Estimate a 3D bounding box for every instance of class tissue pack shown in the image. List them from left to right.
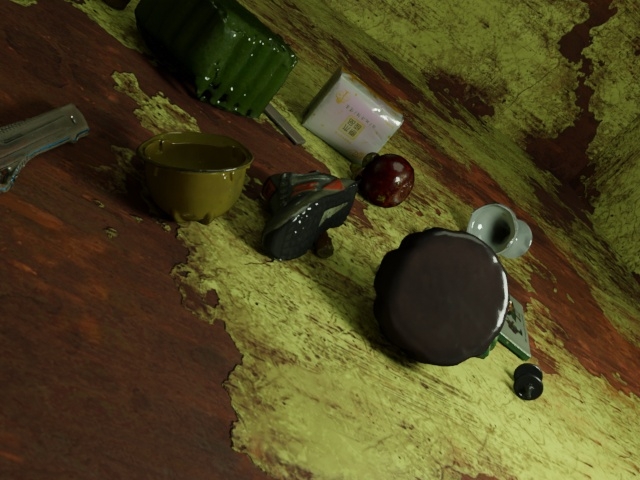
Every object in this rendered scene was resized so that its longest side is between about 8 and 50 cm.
[{"bbox_3d":[0.089,-0.346,2.383,0.225,0.185,0.124,34,25,-18],"label":"tissue pack"}]

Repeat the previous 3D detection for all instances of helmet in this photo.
[{"bbox_3d":[-0.227,-0.101,1.522,0.205,0.140,0.257,4,18,-7],"label":"helmet"}]

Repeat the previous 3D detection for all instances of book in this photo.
[{"bbox_3d":[0.405,0.136,2.231,0.371,0.043,0.260,38,24,-11],"label":"book"}]

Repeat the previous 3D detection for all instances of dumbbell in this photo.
[{"bbox_3d":[0.488,0.331,1.988,0.069,0.069,0.147,41,23,-4],"label":"dumbbell"}]

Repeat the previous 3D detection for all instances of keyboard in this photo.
[{"bbox_3d":[-0.106,-0.312,2.229,0.166,0.017,0.055,47,28,12],"label":"keyboard"}]

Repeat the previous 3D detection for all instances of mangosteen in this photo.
[{"bbox_3d":[0.164,-0.178,2.258,0.156,0.146,0.181,0,47,-54],"label":"mangosteen"}]

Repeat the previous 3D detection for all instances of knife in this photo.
[{"bbox_3d":[-0.465,-0.159,1.372,0.365,0.043,0.089,-67,140,-68],"label":"knife"}]

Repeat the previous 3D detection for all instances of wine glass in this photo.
[{"bbox_3d":[0.562,-0.021,2.610,0.196,0.165,0.165,16,34,-53],"label":"wine glass"}]

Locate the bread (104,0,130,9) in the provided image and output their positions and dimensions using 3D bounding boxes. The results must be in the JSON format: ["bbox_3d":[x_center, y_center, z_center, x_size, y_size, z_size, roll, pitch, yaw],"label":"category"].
[{"bbox_3d":[-0.500,-0.609,2.068,0.085,0.053,0.085,35,24,-18],"label":"bread"}]

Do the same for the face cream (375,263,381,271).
[{"bbox_3d":[0.183,0.096,1.958,0.130,0.034,0.034,33,25,-18],"label":"face cream"}]

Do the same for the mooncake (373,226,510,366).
[{"bbox_3d":[0.241,0.115,1.731,0.283,0.283,0.141,38,-11,-10],"label":"mooncake"}]

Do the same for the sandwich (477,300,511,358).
[{"bbox_3d":[0.315,0.145,1.886,0.292,0.212,0.109,53,26,-18],"label":"sandwich"}]

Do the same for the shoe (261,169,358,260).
[{"bbox_3d":[-0.060,-0.079,1.768,0.171,0.132,0.336,27,30,18],"label":"shoe"}]

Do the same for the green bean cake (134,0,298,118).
[{"bbox_3d":[-0.258,-0.480,2.059,0.319,0.218,0.335,47,16,30],"label":"green bean cake"}]

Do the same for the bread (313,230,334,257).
[{"bbox_3d":[0.000,0.000,1.832,0.047,0.036,0.083,21,28,-37],"label":"bread"}]
